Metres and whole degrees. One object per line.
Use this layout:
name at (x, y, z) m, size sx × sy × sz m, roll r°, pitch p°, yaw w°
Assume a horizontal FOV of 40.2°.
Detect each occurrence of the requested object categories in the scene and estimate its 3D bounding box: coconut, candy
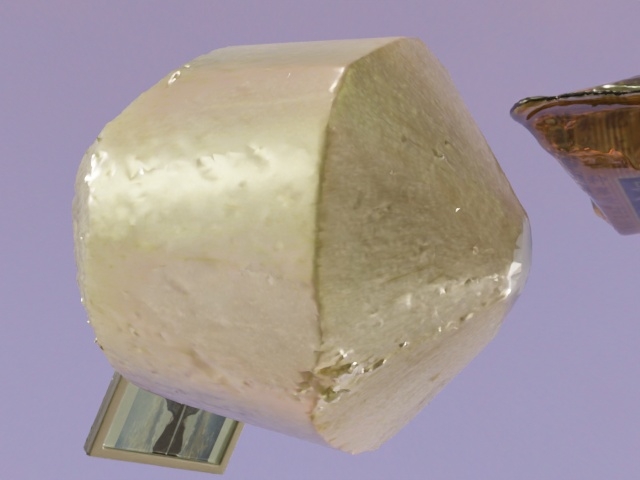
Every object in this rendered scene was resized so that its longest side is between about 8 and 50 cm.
coconut at (0.000, 0.000, 0.513) m, size 0.244 × 0.239 × 0.239 m, roll 5°, pitch -91°, yaw 30°
candy at (0.271, -0.079, 0.755) m, size 0.143 × 0.271 × 0.101 m, roll -10°, pitch -109°, yaw 29°

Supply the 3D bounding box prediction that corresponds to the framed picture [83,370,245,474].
framed picture at (-0.111, 0.113, 0.798) m, size 0.150 × 0.015 × 0.203 m, roll 22°, pitch -87°, yaw -38°
